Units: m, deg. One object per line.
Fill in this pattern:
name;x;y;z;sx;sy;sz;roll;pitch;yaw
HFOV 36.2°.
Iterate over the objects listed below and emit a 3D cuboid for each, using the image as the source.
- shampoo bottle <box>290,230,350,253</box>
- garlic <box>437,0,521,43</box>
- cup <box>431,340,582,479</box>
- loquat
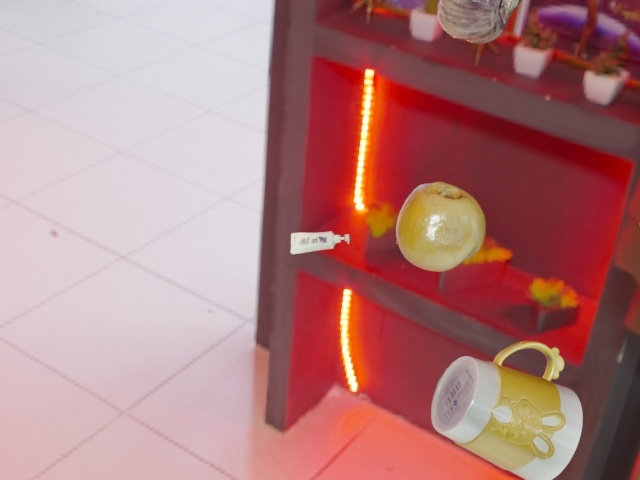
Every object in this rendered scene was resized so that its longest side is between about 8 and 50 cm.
shampoo bottle;0.000;0.000;2.221;0.141;0.034;0.049;-7;48;15
garlic;0.222;-0.338;1.331;0.102;0.159;0.147;22;79;29
cup;0.338;0.286;1.744;0.226;0.241;0.185;24;-6;-17
loquat;0.269;-0.023;2.197;0.213;0.213;0.213;4;32;-2
